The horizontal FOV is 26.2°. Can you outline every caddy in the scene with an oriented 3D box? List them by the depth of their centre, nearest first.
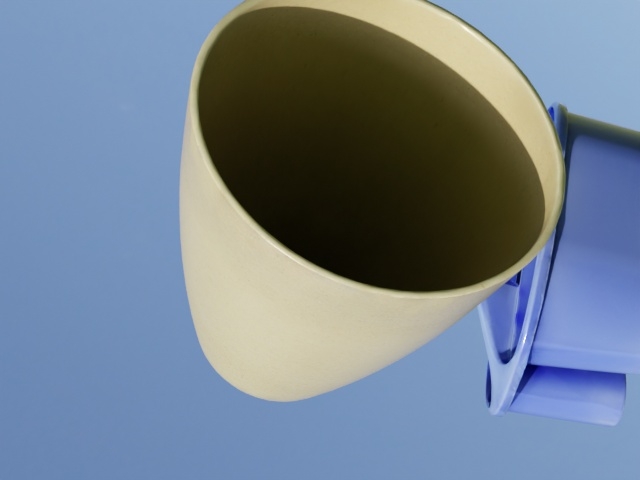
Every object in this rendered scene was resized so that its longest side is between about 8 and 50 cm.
[{"bbox_3d":[0.240,0.024,1.384,0.179,0.241,0.341,13,-125,1],"label":"caddy"}]

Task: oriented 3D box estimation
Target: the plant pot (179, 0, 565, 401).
[{"bbox_3d":[0.000,0.000,0.992,0.256,0.274,0.256,10,-126,-14],"label":"plant pot"}]
